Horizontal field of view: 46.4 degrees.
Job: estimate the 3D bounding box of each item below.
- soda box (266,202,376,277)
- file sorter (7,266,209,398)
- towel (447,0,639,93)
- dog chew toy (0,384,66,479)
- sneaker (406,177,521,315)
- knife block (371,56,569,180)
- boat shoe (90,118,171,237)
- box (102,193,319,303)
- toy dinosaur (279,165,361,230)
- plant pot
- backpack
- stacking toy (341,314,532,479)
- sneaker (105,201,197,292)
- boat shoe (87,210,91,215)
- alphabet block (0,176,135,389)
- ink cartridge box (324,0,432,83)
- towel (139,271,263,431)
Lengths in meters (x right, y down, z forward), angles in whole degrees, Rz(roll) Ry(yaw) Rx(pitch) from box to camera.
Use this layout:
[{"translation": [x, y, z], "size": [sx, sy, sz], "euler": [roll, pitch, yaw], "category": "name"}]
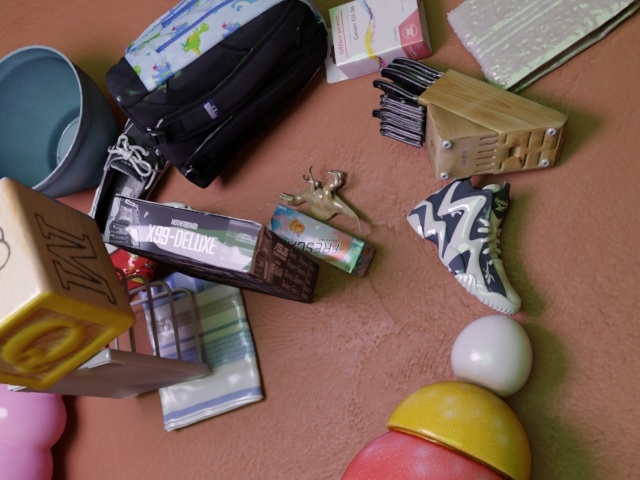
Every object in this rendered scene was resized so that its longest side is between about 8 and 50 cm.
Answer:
[{"translation": [0.000, 0.000, 1.279], "size": [0.183, 0.063, 0.058], "euler": [25, 89, 26], "category": "soda box"}, {"translation": [-0.350, 0.154, 1.246], "size": [0.192, 0.277, 0.173], "euler": [-19, 70, 18], "category": "file sorter"}, {"translation": [0.363, -0.377, 1.206], "size": [0.282, 0.049, 0.187], "euler": [-33, 67, 15], "category": "towel"}, {"translation": [-0.574, 0.345, 1.393], "size": [0.206, 0.206, 0.332], "euler": [14, 78, 25], "category": "dog chew toy"}, {"translation": [0.258, -0.011, 1.149], "size": [0.153, 0.094, 0.235], "euler": [-48, 54, 16], "category": "sneaker"}, {"translation": [0.225, -0.214, 1.201], "size": [0.275, 0.088, 0.242], "euler": [-7, 49, -2], "category": "knife block"}, {"translation": [-0.358, -0.147, 1.423], "size": [0.113, 0.105, 0.306], "euler": [30, 93, -1], "category": "boat shoe"}, {"translation": [-0.160, 0.022, 1.194], "size": [0.242, 0.307, 0.077], "euler": [11, 80, 19], "category": "box"}, {"translation": [0.015, -0.076, 1.304], "size": [0.183, 0.053, 0.093], "euler": [19, 103, 33], "category": "toy dinosaur"}, {"translation": [-0.521, -0.206, 1.474], "size": [0.292, 0.196, 0.293], "euler": [-5, 77, 23], "category": "plant pot"}, {"translation": [-0.159, -0.312, 1.302], "size": [0.355, 0.290, 0.273], "euler": [-32, 54, 8], "category": "backpack"}, {"translation": [0.186, 0.326, 1.051], "size": [0.350, 0.351, 0.480], "euler": [20, 69, 26], "category": "stacking toy"}, {"translation": [-0.323, 0.034, 1.382], "size": [0.279, 0.107, 0.118], "euler": [-35, 49, 25], "category": "sneaker"}, {"translation": [-0.443, -0.051, 1.502], "size": [0.100, 0.035, 0.035], "euler": [-40, 94, 8], "category": "boat shoe"}, {"translation": [-0.408, 0.067, 1.038], "size": [0.192, 0.193, 0.197], "euler": [-37, 62, 11], "category": "alphabet block"}, {"translation": [0.086, -0.360, 1.311], "size": [0.198, 0.067, 0.116], "euler": [-13, 75, 21], "category": "ink cartridge box"}, {"translation": [-0.222, 0.183, 1.357], "size": [0.209, 0.034, 0.285], "euler": [-20, 72, 18], "category": "towel"}]
